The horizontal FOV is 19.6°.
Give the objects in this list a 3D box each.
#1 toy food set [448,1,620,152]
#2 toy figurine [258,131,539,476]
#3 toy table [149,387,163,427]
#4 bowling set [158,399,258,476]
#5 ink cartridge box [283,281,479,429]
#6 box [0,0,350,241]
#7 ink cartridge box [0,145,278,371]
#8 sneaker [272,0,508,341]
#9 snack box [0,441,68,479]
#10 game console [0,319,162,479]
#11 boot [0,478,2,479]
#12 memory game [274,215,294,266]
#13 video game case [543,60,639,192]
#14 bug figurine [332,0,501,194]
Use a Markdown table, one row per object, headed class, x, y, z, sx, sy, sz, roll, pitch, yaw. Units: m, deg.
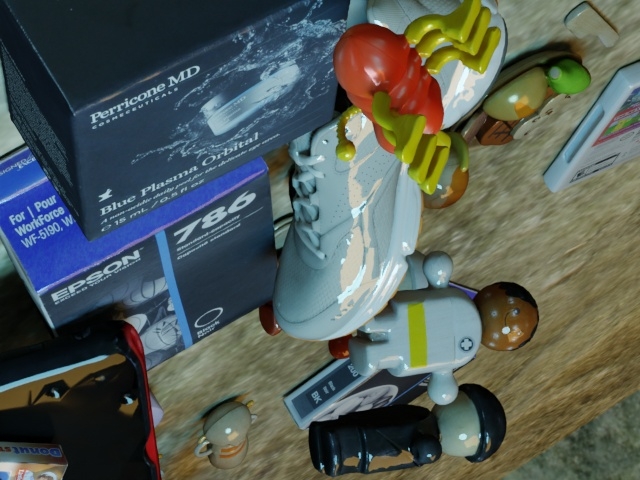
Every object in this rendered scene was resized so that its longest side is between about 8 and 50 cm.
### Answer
| class | x | y | z | sx | sy | sz | roll | pitch | yaw |
| --- | --- | --- | --- | --- | --- | --- | --- | --- | --- |
| toy food set | 0.152 | -0.099 | 1.422 | 0.192 | 0.038 | 0.132 | -38 | 162 | 16 |
| toy figurine | 0.060 | 0.049 | 1.341 | 0.148 | 0.213 | 0.209 | -7 | 141 | -20 |
| toy table | -0.220 | 0.244 | 1.510 | 0.274 | 0.161 | 0.252 | -28 | 163 | -19 |
| bowling set | -0.140 | 0.290 | 1.731 | 0.287 | 0.200 | 0.154 | -32 | 162 | -15 |
| ink cartridge box | 0.085 | 0.125 | 1.915 | 0.208 | 0.045 | 0.206 | -38 | 162 | 13 |
| box | -0.076 | -0.096 | 0.942 | 0.156 | 0.093 | 0.158 | -28 | 161 | -14 |
| ink cartridge box | -0.113 | 0.003 | 1.201 | 0.165 | 0.065 | 0.332 | -29 | 162 | -8 |
| sneaker | 0.009 | -0.054 | 1.166 | 0.121 | 0.099 | 0.262 | 3 | 119 | -42 |
| snack box | -0.223 | 0.200 | 1.199 | 0.064 | 0.022 | 0.178 | 7 | 126 | -30 |
| game console | -0.289 | 0.218 | 1.241 | 0.387 | 0.060 | 0.342 | -17 | 135 | -14 |
| boot | -0.327 | 0.272 | 1.133 | 0.348 | 0.131 | 0.260 | -17 | 132 | -6 |
| memory game | 0.000 | 0.000 | 1.474 | 0.186 | 0.012 | 0.186 | -30 | 163 | -10 |
| video game case | 0.310 | -0.128 | 1.653 | 0.201 | 0.023 | 0.183 | -23 | 161 | -26 |
| bug figurine | 0.057 | -0.174 | 0.847 | 0.279 | 0.072 | 0.216 | -64 | 151 | -18 |
